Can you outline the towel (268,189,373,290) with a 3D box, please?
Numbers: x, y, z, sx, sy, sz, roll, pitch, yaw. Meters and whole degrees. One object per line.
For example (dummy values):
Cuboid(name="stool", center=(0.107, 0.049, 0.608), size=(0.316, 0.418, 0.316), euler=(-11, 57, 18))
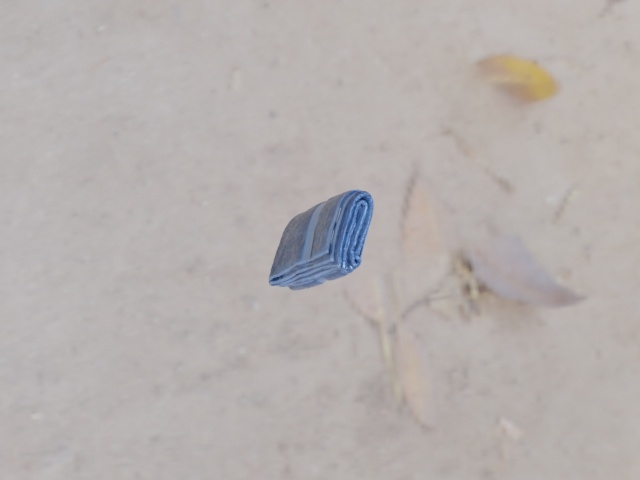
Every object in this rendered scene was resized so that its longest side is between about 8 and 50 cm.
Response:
Cuboid(name="towel", center=(0.000, 0.000, 1.304), size=(0.029, 0.119, 0.067), euler=(21, 72, -19))
